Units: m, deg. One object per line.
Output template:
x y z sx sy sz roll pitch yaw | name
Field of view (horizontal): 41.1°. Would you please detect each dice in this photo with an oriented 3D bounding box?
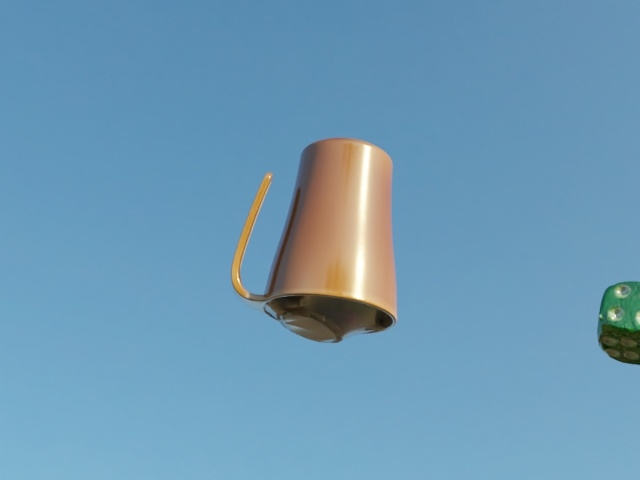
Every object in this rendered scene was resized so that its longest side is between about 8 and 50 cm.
0.612 0.161 1.657 0.128 0.120 0.131 6 -35 27 | dice

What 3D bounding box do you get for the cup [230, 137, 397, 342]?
0.000 0.000 1.162 0.226 0.264 0.182 8 -21 -2 | cup
